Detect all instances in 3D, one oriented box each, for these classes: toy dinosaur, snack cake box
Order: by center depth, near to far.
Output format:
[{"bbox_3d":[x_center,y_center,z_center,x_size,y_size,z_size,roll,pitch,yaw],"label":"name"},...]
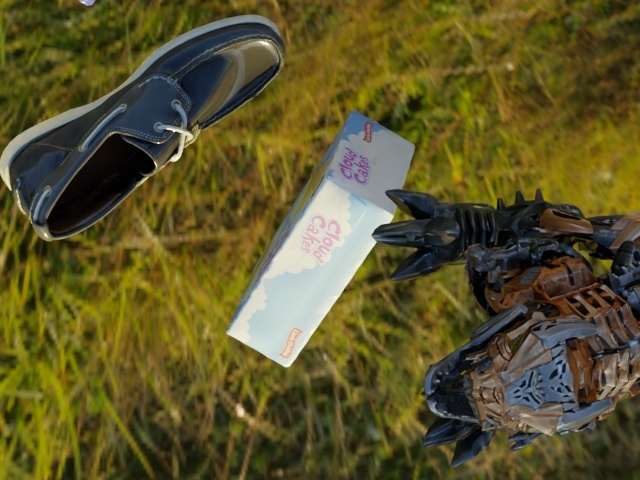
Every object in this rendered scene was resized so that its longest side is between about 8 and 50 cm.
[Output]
[{"bbox_3d":[0.161,0.046,0.911,0.322,0.218,0.164,9,79,-46],"label":"toy dinosaur"},{"bbox_3d":[0.000,0.000,1.850,0.089,0.152,0.264,30,125,-5],"label":"snack cake box"}]

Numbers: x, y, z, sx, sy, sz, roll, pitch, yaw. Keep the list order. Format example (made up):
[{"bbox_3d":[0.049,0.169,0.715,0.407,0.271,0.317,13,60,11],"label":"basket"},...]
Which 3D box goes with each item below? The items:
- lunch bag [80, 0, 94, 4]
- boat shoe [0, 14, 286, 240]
[{"bbox_3d":[-0.234,-0.332,1.621,0.129,0.096,0.151,-44,72,18],"label":"lunch bag"},{"bbox_3d":[-0.120,-0.081,1.186,0.233,0.079,0.084,-32,135,-4],"label":"boat shoe"}]
